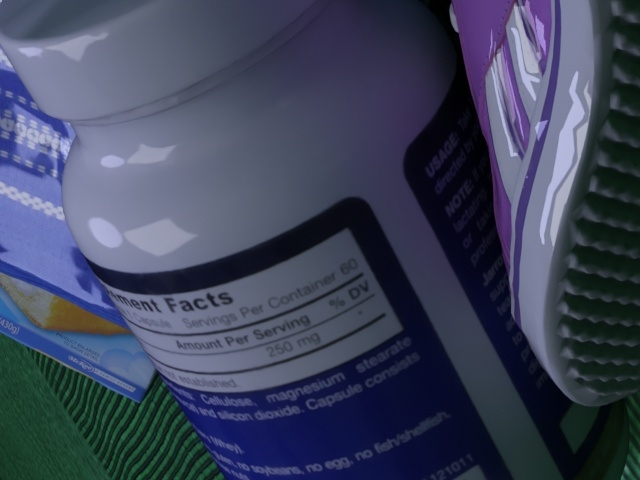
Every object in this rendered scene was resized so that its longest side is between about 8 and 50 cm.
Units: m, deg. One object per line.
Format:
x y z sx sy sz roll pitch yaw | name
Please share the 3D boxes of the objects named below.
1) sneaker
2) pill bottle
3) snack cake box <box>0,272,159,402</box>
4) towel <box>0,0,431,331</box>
0.075 -0.088 0.569 0.161 0.102 0.282 49 153 45 | sneaker
0.000 0.000 0.659 0.153 0.153 0.264 27 150 57 | pill bottle
-0.177 -0.043 1.004 0.264 0.089 0.152 27 125 0 | snack cake box
-0.079 -0.088 0.752 0.243 0.040 0.336 24 133 13 | towel
